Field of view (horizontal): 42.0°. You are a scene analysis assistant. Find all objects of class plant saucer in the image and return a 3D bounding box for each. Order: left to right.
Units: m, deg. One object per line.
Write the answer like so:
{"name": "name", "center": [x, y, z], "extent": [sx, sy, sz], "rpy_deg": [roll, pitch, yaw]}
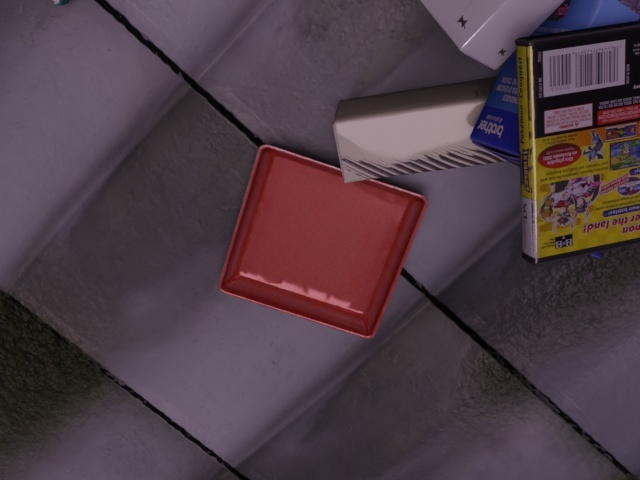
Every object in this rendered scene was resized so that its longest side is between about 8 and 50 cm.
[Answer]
{"name": "plant saucer", "center": [0.000, 0.000, 1.272], "extent": [0.259, 0.047, 0.258], "rpy_deg": [18, 115, -3]}

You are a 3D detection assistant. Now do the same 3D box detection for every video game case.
{"name": "video game case", "center": [0.350, -0.116, 0.928], "extent": [0.275, 0.035, 0.248], "rpy_deg": [-11, 109, -13]}

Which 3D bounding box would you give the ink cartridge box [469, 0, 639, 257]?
{"name": "ink cartridge box", "center": [0.370, -0.182, 1.014], "extent": [0.270, 0.151, 0.395], "rpy_deg": [20, 101, -19]}

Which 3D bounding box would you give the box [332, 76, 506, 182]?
{"name": "box", "center": [0.162, -0.156, 1.149], "extent": [0.275, 0.113, 0.094], "rpy_deg": [-7, 114, 10]}

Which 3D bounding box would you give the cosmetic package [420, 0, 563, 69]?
{"name": "cosmetic package", "center": [0.231, -0.426, 0.922], "extent": [0.377, 0.097, 0.284], "rpy_deg": [-46, 60, 25]}

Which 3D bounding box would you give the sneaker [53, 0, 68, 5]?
{"name": "sneaker", "center": [-0.330, -0.396, 1.115], "extent": [0.076, 0.065, 0.166], "rpy_deg": [43, 110, -9]}
